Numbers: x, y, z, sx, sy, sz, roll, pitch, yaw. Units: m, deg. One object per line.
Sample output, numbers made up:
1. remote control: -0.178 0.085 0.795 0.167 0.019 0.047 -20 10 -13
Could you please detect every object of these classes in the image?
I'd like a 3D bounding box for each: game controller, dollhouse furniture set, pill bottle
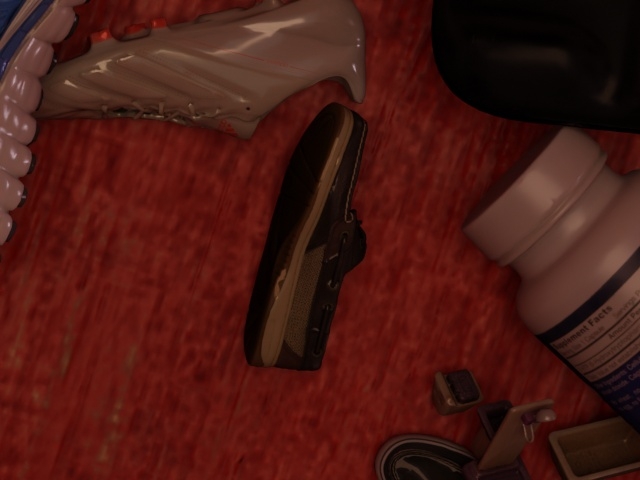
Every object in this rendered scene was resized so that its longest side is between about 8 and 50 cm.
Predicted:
1. game controller: 0.153 -0.214 0.981 0.166 0.067 0.319 5 78 12
2. dollhouse furniture set: 0.134 0.088 1.008 0.114 0.081 0.091 -10 58 -23
3. pill bottle: 0.170 0.028 0.993 0.186 0.112 0.112 44 89 -2

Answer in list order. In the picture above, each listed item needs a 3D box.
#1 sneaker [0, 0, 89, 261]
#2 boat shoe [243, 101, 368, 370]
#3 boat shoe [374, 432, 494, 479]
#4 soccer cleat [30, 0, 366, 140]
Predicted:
1. sneaker: -0.196 -0.137 0.921 0.147 0.129 0.330 21 80 -34
2. boat shoe: 0.000 0.000 1.008 0.049 0.056 0.152 13 110 -19
3. boat shoe: 0.094 0.153 1.028 0.142 0.040 0.049 33 90 -5
4. soccer cleat: -0.069 -0.085 0.997 0.196 0.068 0.076 -15 96 -6
